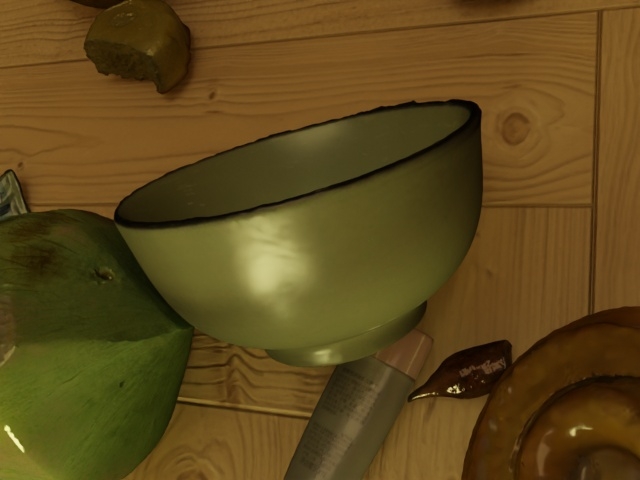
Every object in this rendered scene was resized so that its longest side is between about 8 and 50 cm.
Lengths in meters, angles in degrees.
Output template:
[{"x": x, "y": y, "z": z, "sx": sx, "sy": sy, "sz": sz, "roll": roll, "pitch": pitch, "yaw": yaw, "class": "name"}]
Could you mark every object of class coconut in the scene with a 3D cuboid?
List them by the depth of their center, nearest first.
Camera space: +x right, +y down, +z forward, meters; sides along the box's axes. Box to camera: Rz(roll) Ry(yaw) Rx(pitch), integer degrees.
[{"x": -0.277, "y": 0.109, "z": 0.738, "sx": 0.328, "sy": 0.281, "sz": 0.328, "roll": -16, "pitch": 26, "yaw": 8, "class": "coconut"}]

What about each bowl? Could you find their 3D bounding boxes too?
[{"x": 0.000, "y": 0.000, "z": 0.684, "sx": 0.354, "sy": 0.354, "sz": 0.185, "roll": -11, "pitch": 108, "yaw": 17, "class": "bowl"}]

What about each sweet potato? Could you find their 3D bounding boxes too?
[{"x": 0.138, "y": 0.137, "z": 0.689, "sx": 0.117, "sy": 0.049, "sz": 0.049, "roll": -26, "pitch": 61, "yaw": 17, "class": "sweet potato"}]

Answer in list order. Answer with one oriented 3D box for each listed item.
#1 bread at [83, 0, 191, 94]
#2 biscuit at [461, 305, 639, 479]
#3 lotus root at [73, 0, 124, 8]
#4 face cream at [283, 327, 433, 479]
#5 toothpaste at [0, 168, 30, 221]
[{"x": -0.251, "y": -0.286, "z": 1.003, "sx": 0.156, "sy": 0.086, "sz": 0.125, "roll": 21, "pitch": 71, "yaw": 25, "class": "bread"}, {"x": 0.226, "y": 0.187, "z": 0.530, "sx": 0.296, "sy": 0.102, "sz": 0.296, "roll": -38, "pitch": 36, "yaw": 34, "class": "biscuit"}, {"x": -0.318, "y": -0.441, "z": 1.054, "sx": 0.310, "sy": 0.183, "sz": 0.182, "roll": 18, "pitch": 76, "yaw": 21, "class": "lotus root"}, {"x": 0.037, "y": 0.170, "z": 0.709, "sx": 0.084, "sy": 0.057, "sz": 0.198, "roll": 22, "pitch": 76, "yaw": 35, "class": "face cream"}, {"x": -0.553, "y": -0.015, "z": 1.032, "sx": 0.268, "sy": 0.047, "sz": 0.069, "roll": -25, "pitch": 49, "yaw": 6, "class": "toothpaste"}]
